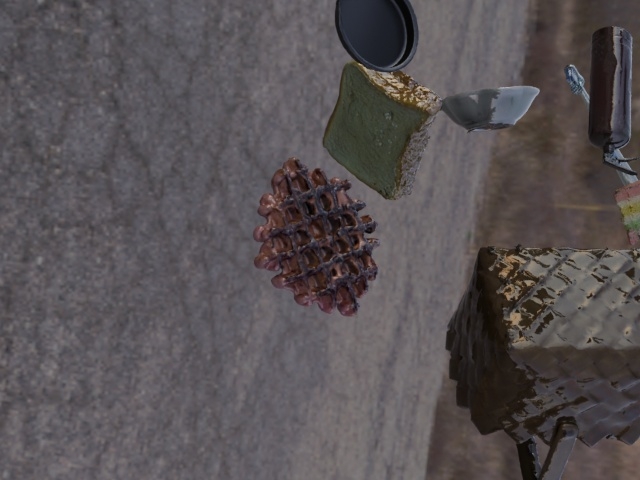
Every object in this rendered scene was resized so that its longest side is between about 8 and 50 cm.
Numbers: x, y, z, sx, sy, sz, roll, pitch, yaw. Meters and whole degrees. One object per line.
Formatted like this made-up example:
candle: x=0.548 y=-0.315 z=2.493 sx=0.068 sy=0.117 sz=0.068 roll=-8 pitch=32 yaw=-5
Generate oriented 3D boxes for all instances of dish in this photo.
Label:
dish: x=0.375 y=-0.283 z=2.078 sx=0.229 sy=0.230 sz=0.081 roll=2 pitch=82 yaw=-75

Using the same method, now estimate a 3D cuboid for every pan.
pan: x=0.040 y=-0.318 z=1.228 sx=0.235 sy=0.028 sz=0.136 roll=40 pitch=62 yaw=-27

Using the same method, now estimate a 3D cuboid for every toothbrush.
toothbrush: x=0.569 y=-0.217 z=1.876 sx=0.386 sy=0.040 sz=0.040 roll=45 pitch=47 yaw=-40

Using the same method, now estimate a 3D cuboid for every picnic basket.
picnic basket: x=0.327 y=0.179 z=1.320 sx=0.254 sy=0.292 sz=0.321 roll=-93 pitch=-172 yaw=-48

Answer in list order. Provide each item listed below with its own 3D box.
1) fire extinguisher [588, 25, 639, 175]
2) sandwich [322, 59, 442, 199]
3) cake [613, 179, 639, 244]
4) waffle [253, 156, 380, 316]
fire extinguisher: x=0.512 y=-0.240 z=1.622 sx=0.072 sy=0.089 sz=0.267 roll=85 pitch=12 yaw=-70
sandwich: x=0.116 y=-0.228 z=1.875 sx=0.087 sy=0.226 sz=0.251 roll=-29 pitch=151 yaw=-37
cake: x=0.659 y=-0.077 z=1.759 sx=0.090 sy=0.226 sz=0.109 roll=-110 pitch=-177 yaw=-77
waffle: x=0.000 y=0.000 z=1.402 sx=0.234 sy=0.055 sz=0.221 roll=30 pitch=59 yaw=-30
